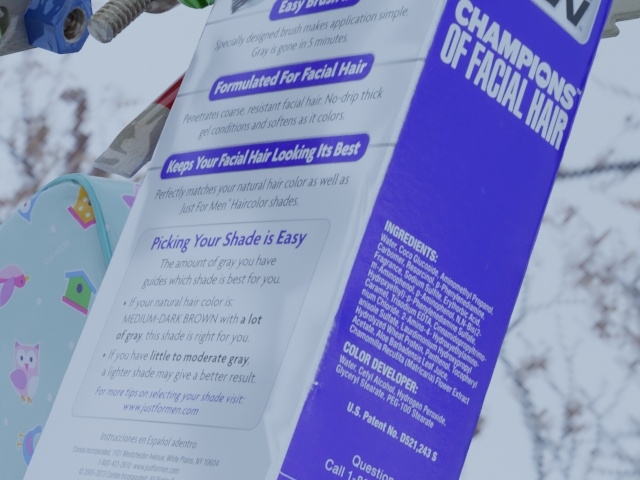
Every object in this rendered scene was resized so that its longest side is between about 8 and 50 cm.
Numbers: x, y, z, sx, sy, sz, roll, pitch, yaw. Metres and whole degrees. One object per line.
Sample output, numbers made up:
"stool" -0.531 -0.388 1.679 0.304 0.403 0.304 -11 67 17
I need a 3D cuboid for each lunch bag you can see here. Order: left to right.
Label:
"lunch bag" -0.177 0.100 1.294 0.108 0.279 0.224 -2 -117 -44

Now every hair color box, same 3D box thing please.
"hair color box" 0.000 0.000 0.861 0.110 0.185 0.338 31 -111 -35

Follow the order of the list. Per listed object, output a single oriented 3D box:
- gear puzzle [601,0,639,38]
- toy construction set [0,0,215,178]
"gear puzzle" 0.199 -0.255 1.586 0.044 0.339 0.175 85 176 -75
"toy construction set" -0.205 -0.139 0.961 0.309 0.257 0.237 35 -133 3
